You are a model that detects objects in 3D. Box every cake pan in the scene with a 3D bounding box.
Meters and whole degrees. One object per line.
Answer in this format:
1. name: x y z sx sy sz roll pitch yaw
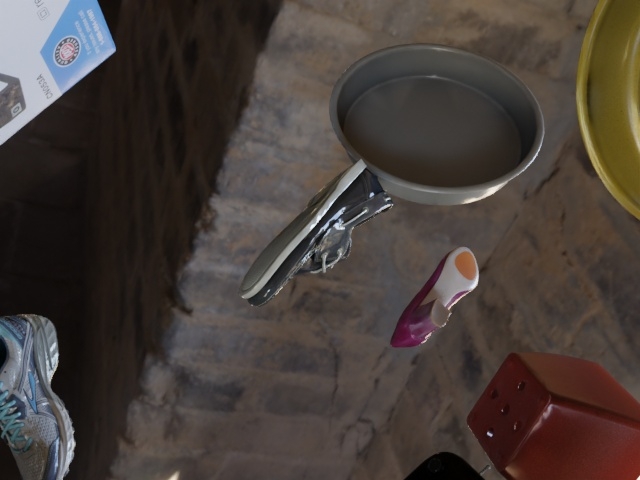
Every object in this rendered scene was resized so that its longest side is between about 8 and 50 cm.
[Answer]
1. cake pan: 0.157 -0.160 1.098 0.293 0.054 0.293 2 52 -2

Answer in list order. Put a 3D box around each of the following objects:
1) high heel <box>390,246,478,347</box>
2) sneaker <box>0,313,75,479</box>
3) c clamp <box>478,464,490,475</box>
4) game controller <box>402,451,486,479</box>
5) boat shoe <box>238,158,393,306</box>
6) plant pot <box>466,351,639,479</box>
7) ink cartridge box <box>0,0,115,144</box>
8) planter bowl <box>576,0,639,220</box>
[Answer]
1. high heel: 0.206 0.102 1.433 0.082 0.117 0.244 44 43 -11
2. sneaker: -0.453 0.242 1.166 0.122 0.110 0.283 18 47 -56
3. c clamp: 0.295 0.428 1.323 0.160 0.137 0.022 23 42 -24
4. game controller: 0.206 0.424 1.065 0.166 0.067 0.319 -33 36 -13
5. boat shoe: 0.000 0.000 0.902 0.079 0.084 0.233 51 56 -11
6. plant pot: 0.452 0.371 1.559 0.235 0.267 0.267 25 14 -21
7. ink cartridge box: -0.338 -0.153 0.625 0.129 0.223 0.307 41 74 13
8. planter bowl: 0.276 -0.097 0.479 0.217 0.217 0.090 19 7 -12
